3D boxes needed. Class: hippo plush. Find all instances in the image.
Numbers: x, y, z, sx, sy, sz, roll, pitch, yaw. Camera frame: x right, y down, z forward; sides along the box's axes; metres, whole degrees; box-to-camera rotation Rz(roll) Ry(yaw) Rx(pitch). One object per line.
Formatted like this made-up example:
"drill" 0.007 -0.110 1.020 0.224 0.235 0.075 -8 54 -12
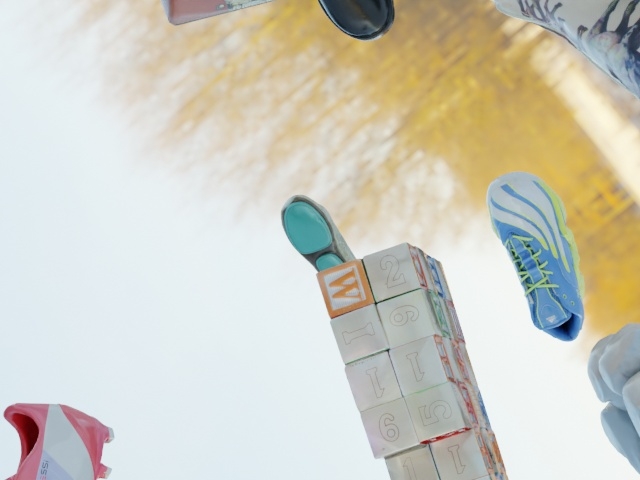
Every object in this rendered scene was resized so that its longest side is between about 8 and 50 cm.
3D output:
"hippo plush" 0.448 0.180 1.887 0.234 0.236 0.294 72 173 -47

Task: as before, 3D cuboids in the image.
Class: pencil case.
"pencil case" 0.351 -0.205 1.774 0.410 0.183 0.160 41 -176 22

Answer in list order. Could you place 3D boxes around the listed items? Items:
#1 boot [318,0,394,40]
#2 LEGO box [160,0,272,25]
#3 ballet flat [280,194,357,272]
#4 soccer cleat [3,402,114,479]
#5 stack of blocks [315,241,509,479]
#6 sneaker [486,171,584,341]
"boot" -0.001 -0.183 1.075 0.121 0.045 0.099 65 -168 10
"LEGO box" -0.122 -0.514 1.607 0.372 0.193 0.500 104 147 -66
"ballet flat" 0.000 0.000 2.018 0.052 0.057 0.168 -91 -23 -50
"soccer cleat" -0.226 0.240 1.430 0.095 0.083 0.248 18 -134 -20
"stack of blocks" 0.097 0.162 1.572 0.171 0.087 0.297 25 -133 -75
"sneaker" 0.273 0.029 2.115 0.240 0.091 0.126 57 -163 -38
